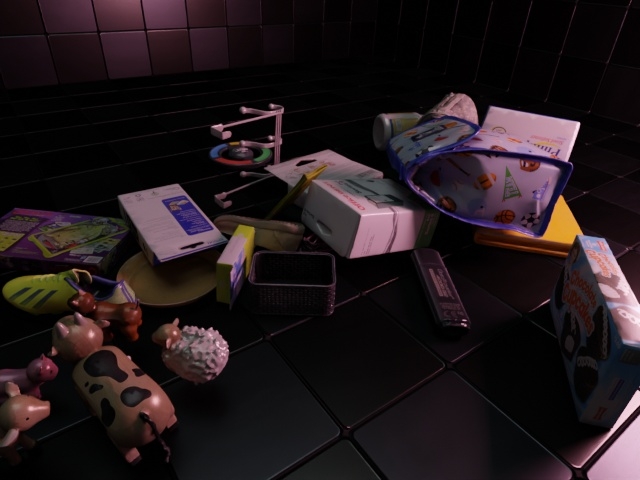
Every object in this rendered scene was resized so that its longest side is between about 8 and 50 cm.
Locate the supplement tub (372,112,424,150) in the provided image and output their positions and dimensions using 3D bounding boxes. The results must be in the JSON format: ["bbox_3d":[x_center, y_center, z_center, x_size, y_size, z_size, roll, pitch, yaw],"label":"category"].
[{"bbox_3d":[0.322,-0.430,1.741,0.200,0.144,0.144,-6,34,-13],"label":"supplement tub"}]

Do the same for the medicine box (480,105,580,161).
[{"bbox_3d":[0.658,-0.290,1.426,0.263,0.149,0.289,20,0,24],"label":"medicine box"}]

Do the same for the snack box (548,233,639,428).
[{"bbox_3d":[0.503,0.149,0.814,0.060,0.187,0.322,10,33,12],"label":"snack box"}]

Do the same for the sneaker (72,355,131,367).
[{"bbox_3d":[-0.390,0.216,0.785,0.109,0.040,0.044,14,23,7],"label":"sneaker"}]

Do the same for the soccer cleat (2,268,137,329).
[{"bbox_3d":[-0.502,0.096,0.880,0.289,0.121,0.093,9,34,10],"label":"soccer cleat"}]

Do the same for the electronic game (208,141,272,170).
[{"bbox_3d":[-0.290,-0.312,1.601,0.229,0.048,0.229,2,32,-2],"label":"electronic game"}]

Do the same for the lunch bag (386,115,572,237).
[{"bbox_3d":[0.379,-0.193,1.161,0.385,0.239,0.328,9,23,-3],"label":"lunch bag"}]

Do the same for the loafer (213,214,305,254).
[{"bbox_3d":[-0.164,-0.011,1.100,0.268,0.092,0.102,7,0,33],"label":"loafer"}]

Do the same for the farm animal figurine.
[{"bbox_3d":[-0.348,0.205,0.642,0.327,0.172,0.330,20,47,14],"label":"farm animal figurine"}]

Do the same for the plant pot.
[{"bbox_3d":[-0.333,0.080,1.002,0.236,0.032,0.236,1,33,-1],"label":"plant pot"}]

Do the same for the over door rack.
[{"bbox_3d":[-0.236,-0.280,1.376,0.108,0.239,0.324,20,36,22],"label":"over door rack"}]

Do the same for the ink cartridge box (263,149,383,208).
[{"bbox_3d":[0.010,-0.198,1.429,0.296,0.066,0.261,-24,41,-36],"label":"ink cartridge box"}]

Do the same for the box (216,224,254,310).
[{"bbox_3d":[-0.189,0.056,0.977,0.042,0.109,0.178,10,33,4],"label":"box"}]

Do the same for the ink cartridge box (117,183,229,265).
[{"bbox_3d":[-0.365,-0.033,1.078,0.165,0.065,0.333,-17,38,-31],"label":"ink cartridge box"}]

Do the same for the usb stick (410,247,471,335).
[{"bbox_3d":[0.265,0.106,0.996,0.077,0.045,0.278,7,32,-7],"label":"usb stick"}]

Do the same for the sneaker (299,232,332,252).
[{"bbox_3d":[0.000,0.000,1.129,0.119,0.057,0.047,-19,36,-32],"label":"sneaker"}]

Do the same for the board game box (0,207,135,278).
[{"bbox_3d":[-0.655,0.000,1.089,0.347,0.056,0.208,6,37,5],"label":"board game box"}]

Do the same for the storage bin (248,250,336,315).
[{"bbox_3d":[-0.059,0.092,0.956,0.180,0.084,0.122,1,33,-1],"label":"storage bin"}]

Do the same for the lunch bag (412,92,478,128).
[{"bbox_3d":[0.433,-0.357,1.534,0.212,0.256,0.305,19,36,23],"label":"lunch bag"}]

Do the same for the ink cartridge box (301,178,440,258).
[{"bbox_3d":[0.129,-0.066,1.132,0.289,0.121,0.211,-7,33,-38],"label":"ink cartridge box"}]

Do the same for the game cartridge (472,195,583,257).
[{"bbox_3d":[0.589,-0.068,1.293,0.285,0.052,0.323,10,31,11],"label":"game cartridge"}]

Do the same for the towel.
[{"bbox_3d":[-0.077,-0.120,1.180,0.021,0.237,0.102,49,42,-1],"label":"towel"}]
